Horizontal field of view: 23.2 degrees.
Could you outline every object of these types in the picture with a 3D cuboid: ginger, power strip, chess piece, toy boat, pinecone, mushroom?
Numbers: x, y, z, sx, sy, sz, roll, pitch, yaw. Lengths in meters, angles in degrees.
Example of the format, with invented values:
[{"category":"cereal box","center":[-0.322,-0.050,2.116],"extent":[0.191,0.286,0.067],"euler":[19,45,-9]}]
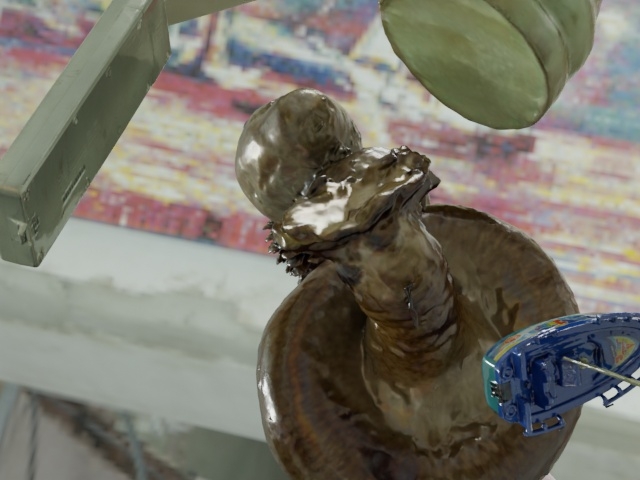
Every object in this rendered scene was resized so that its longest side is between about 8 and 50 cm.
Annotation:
[{"category":"ginger","center":[0.023,-0.048,1.833],"extent":[0.155,0.304,0.244],"euler":[-25,-32,-24]},{"category":"power strip","center":[-0.228,-0.128,1.535],"extent":[0.106,0.043,0.367],"euler":[89,-161,-45]},{"category":"chess piece","center":[0.276,-0.353,1.728],"extent":[0.442,0.234,0.234],"euler":[-51,-25,-20]},{"category":"toy boat","center":[0.227,0.105,1.248],"extent":[0.175,0.110,0.091],"euler":[-18,-66,-24]},{"category":"pinecone","center":[0.000,0.000,2.274],"extent":[0.173,0.173,0.173],"euler":[11,-90,-74]},{"category":"mushroom","center":[0.116,0.098,1.503],"extent":[0.331,0.334,0.356],"euler":[-29,-14,-36]}]

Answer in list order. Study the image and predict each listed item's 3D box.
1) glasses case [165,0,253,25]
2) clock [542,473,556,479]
[{"category":"glasses case","center":[-0.094,-0.363,2.004],"extent":[0.131,0.313,0.070],"euler":[117,132,-71]},{"category":"clock","center":[0.174,0.404,2.036],"extent":[0.368,0.250,0.376],"euler":[-32,-74,-37]}]
